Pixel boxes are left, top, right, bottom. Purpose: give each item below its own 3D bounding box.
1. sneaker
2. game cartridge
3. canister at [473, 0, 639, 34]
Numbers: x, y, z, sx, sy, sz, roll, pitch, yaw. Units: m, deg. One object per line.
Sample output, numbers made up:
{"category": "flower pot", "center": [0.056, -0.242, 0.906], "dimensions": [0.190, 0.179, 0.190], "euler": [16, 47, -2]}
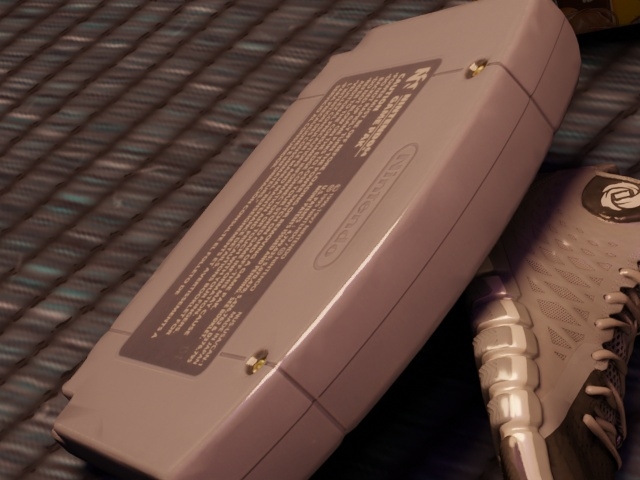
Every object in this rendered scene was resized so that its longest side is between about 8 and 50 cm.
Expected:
{"category": "sneaker", "center": [0.137, 0.044, 0.512], "dimensions": [0.132, 0.086, 0.228], "euler": [-13, 52, 7]}
{"category": "game cartridge", "center": [0.000, 0.000, 0.552], "dimensions": [0.297, 0.062, 0.198], "euler": [-53, 29, -20]}
{"category": "canister", "center": [0.169, -0.168, 0.626], "dimensions": [0.170, 0.126, 0.073], "euler": [-8, 71, 16]}
